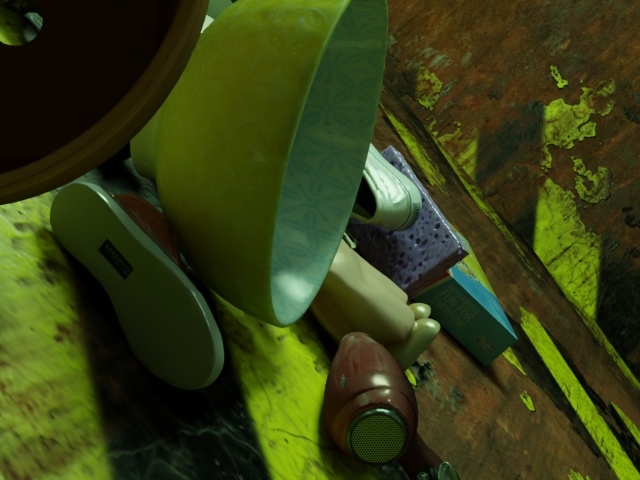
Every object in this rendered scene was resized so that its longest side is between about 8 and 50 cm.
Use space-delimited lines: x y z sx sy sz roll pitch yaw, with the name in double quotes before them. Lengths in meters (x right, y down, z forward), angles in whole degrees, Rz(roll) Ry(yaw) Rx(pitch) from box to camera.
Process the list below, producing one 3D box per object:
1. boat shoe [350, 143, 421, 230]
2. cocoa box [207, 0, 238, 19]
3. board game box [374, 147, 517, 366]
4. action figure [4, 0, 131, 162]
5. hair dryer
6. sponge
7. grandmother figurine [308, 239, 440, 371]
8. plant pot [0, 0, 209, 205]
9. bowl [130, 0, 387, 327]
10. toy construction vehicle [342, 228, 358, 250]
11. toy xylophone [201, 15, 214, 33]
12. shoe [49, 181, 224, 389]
"boat shoe" 0.026 -0.097 1.569 0.084 0.095 0.258 2 24 -42
"cocoa box" -0.124 -0.467 1.873 0.347 0.228 0.231 50 13 8
"board game box" 0.157 0.017 1.764 0.242 0.064 0.316 43 14 -24
"action figure" -0.224 -0.205 1.094 0.285 0.099 0.185 46 29 11
"hair dryer" 0.073 0.195 1.032 0.294 0.080 0.224 64 4 33
"sponge" 0.099 -0.021 1.569 0.031 0.117 0.210 36 18 -47
"grandmother figurine" -0.032 -0.007 1.173 0.342 0.104 0.208 43 -2 -11
"plant pot" -0.198 -0.154 0.697 0.291 0.291 0.203 49 -3 3
"bowl" -0.060 -0.087 0.969 0.156 0.290 0.289 15 8 12
"toy construction vehicle" 0.000 0.000 1.392 0.098 0.035 0.086 49 24 13
"toy xylophone" -0.093 -0.168 1.445 0.322 0.081 0.236 29 23 -55
"shoe" -0.115 0.029 0.852 0.178 0.063 0.081 49 16 17
